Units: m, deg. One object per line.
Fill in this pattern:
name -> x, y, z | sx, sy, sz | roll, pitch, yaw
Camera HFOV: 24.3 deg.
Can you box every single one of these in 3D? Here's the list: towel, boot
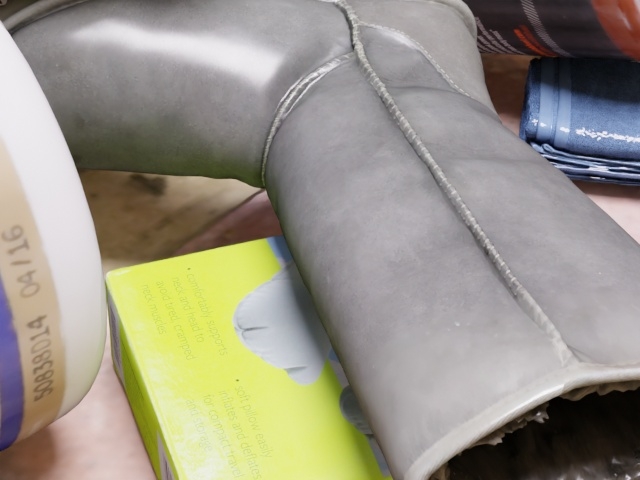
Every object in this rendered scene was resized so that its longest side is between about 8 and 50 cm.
towel -> 0.136, -0.042, 0.562 | 0.119, 0.029, 0.067 | 6, 37, 7
boot -> -0.001, -0.001, 0.420 | 0.190, 0.076, 0.208 | -11, 47, -10

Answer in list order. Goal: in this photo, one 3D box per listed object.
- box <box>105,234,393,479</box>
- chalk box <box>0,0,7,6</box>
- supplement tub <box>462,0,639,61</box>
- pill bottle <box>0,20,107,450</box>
box -> 0.034, 0.038, 0.452 | 0.178, 0.042, 0.109 | -13, 42, -16
chalk box -> -0.131, -0.170, 0.544 | 0.180, 0.179, 0.289 | -4, -3, -8
supplement tub -> 0.059, -0.125, 0.581 | 0.198, 0.106, 0.106 | 8, 36, 39
pill bottle -> -0.200, 0.030, 0.366 | 0.265, 0.153, 0.153 | -27, 48, -30
